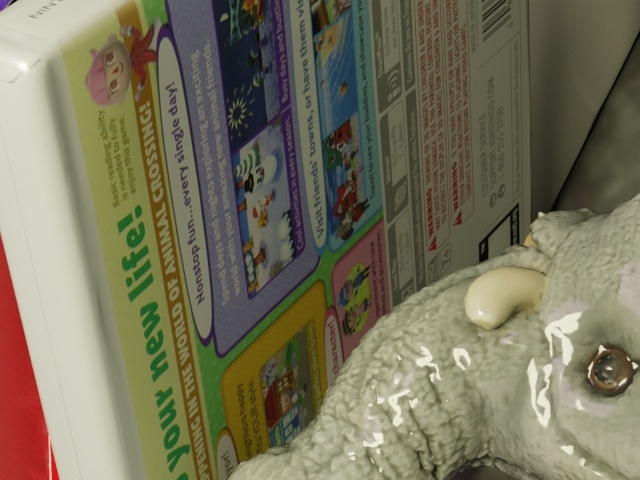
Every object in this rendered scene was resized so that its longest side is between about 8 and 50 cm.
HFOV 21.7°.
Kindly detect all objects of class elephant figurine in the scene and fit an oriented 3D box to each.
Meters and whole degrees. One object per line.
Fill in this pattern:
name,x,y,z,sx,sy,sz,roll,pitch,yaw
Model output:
elephant figurine,0.114,0.008,0.411,0.186,0.169,0.239,-10,55,48

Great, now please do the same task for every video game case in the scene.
video game case,0.000,0.000,0.429,0.023,0.212,0.193,18,42,29

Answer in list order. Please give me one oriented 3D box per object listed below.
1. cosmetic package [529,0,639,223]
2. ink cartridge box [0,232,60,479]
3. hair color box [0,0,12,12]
cosmetic package,0.047,-0.110,0.568,0.107,0.127,0.238,22,79,46
ink cartridge box,-0.169,0.099,0.508,0.272,0.130,0.309,-14,75,35
hair color box,-0.215,-0.156,0.819,0.339,0.110,0.185,-49,32,4
